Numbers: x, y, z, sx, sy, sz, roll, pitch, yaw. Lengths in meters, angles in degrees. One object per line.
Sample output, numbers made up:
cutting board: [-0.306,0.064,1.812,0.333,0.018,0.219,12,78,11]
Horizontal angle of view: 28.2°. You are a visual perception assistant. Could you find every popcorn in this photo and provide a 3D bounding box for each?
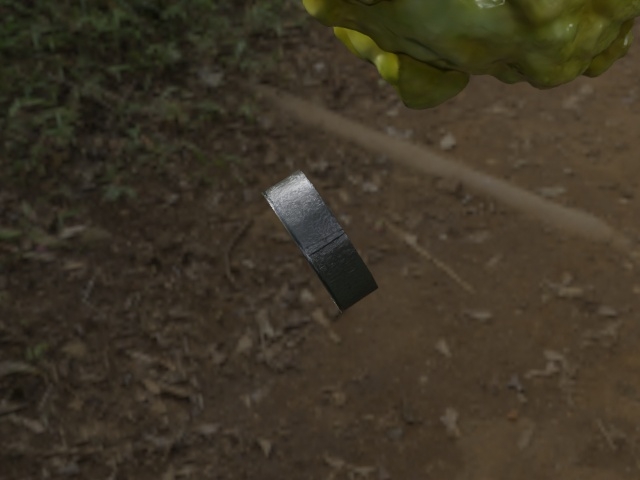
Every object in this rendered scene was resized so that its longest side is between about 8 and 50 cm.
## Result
popcorn: [0.089,-0.188,0.799,0.256,0.194,0.255,15,-7,-2]

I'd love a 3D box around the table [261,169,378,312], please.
table: [0.000,0.000,1.172,0.043,0.133,0.133,-33,36,-1]
